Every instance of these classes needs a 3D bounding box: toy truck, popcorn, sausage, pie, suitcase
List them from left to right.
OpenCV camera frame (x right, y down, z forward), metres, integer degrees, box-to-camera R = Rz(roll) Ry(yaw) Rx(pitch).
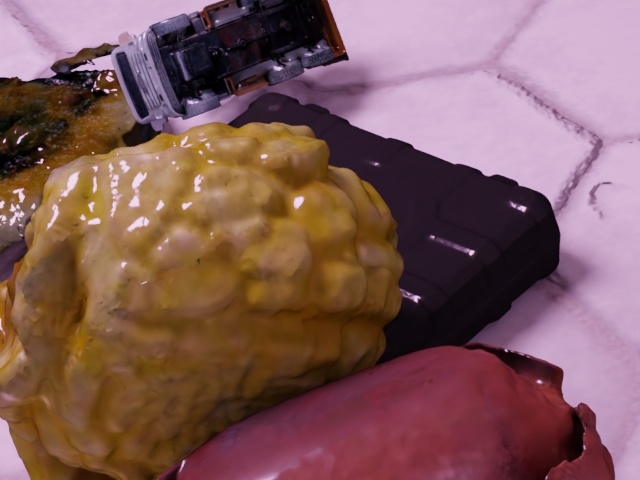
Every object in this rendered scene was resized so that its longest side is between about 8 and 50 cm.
[{"bbox_3d":[-0.313,-0.072,1.519,0.371,0.078,0.296,7,43,24],"label":"pie"},{"bbox_3d":[-0.094,0.043,1.135,0.286,0.225,0.173,-30,55,14],"label":"popcorn"},{"bbox_3d":[-0.081,-0.143,1.478,0.178,0.080,0.115,-25,8,-38],"label":"toy truck"},{"bbox_3d":[0.000,0.000,1.338,0.285,0.066,0.206,25,52,39],"label":"suitcase"},{"bbox_3d":[0.026,0.152,1.071,0.280,0.152,0.152,-23,38,-14],"label":"sausage"}]
